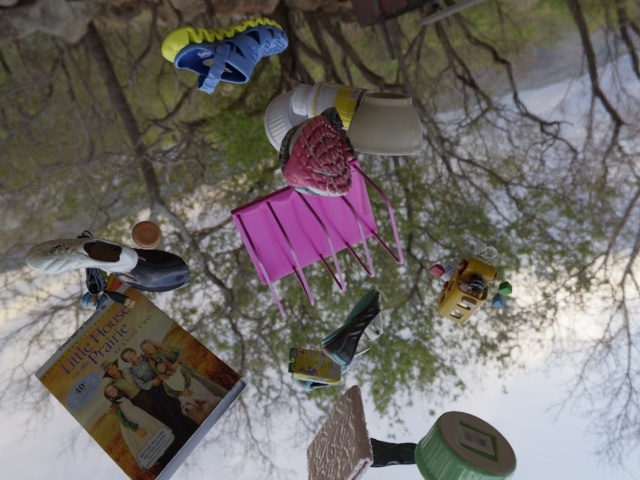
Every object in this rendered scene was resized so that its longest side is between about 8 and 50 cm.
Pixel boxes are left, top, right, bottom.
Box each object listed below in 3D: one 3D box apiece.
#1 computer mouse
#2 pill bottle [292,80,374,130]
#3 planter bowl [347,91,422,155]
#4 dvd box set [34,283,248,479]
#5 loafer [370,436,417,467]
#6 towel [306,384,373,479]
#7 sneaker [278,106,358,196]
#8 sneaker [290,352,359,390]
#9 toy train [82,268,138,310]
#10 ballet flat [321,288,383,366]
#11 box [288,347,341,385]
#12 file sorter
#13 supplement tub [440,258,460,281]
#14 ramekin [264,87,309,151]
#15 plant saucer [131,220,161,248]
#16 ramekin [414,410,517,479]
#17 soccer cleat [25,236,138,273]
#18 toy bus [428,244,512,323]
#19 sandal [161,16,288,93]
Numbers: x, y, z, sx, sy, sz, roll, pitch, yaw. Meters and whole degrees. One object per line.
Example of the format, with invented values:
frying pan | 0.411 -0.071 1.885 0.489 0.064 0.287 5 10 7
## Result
computer mouse | -0.406 0.090 1.186 0.262 0.184 0.060 14 -143 9
pill bottle | 0.031 -0.321 1.314 0.184 0.103 0.103 16 -149 20
planter bowl | 0.137 -0.248 1.146 0.162 0.109 0.162 3 -157 -1
dvd box set | -0.418 0.319 1.275 0.420 0.062 0.307 33 -110 26
loafer | 0.213 0.729 1.886 0.268 0.096 0.084 4 156 1
towel | 0.055 0.661 1.708 0.316 0.053 0.332 -60 -166 18
sneaker | -0.016 -0.125 0.861 0.112 0.120 0.299 -22 -167 14
sneaker | 0.039 0.494 2.066 0.283 0.110 0.122 -18 -162 -27
toy train | -0.664 0.124 1.797 0.144 0.247 0.105 16 169 2
ballet flat | 0.094 0.223 1.374 0.095 0.096 0.280 -39 180 38
box | -0.021 0.423 1.863 0.179 0.043 0.105 13 -136 -9
file sorter | 0.000 0.000 1.149 0.291 0.202 0.182 -24 -144 -7
supplement tub | 0.475 0.127 1.975 0.071 0.107 0.071 -37 158 -18
ramekin | -0.050 -0.350 1.626 0.207 0.207 0.109 -33 -171 -32
plant saucer | -0.494 -0.017 1.571 0.083 0.083 0.013 -33 180 -33
ramekin | 0.467 0.686 1.753 0.304 0.148 0.303 18 -158 -8
soccer cleat | -0.417 0.021 0.956 0.196 0.068 0.076 2 157 1
toy bus | 0.390 0.132 1.449 0.191 0.202 0.104 -13 -144 30
sandal | -0.200 -0.421 1.274 0.317 0.138 0.126 -27 176 -33
